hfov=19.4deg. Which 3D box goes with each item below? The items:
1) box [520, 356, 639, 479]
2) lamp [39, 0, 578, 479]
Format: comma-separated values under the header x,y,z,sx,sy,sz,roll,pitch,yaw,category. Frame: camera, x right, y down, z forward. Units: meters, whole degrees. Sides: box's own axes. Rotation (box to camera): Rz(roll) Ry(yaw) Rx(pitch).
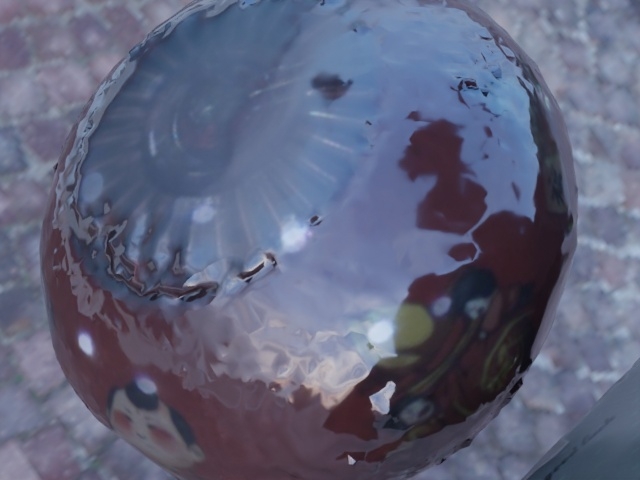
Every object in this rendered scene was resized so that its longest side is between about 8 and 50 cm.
x,y,z,sx,sy,sz,roll,pitch,yaw,category
0.187,0.095,0.377,0.190,0.297,0.225,-39,93,-33,box
0.003,0.002,0.525,0.156,0.157,0.135,44,-3,43,lamp
